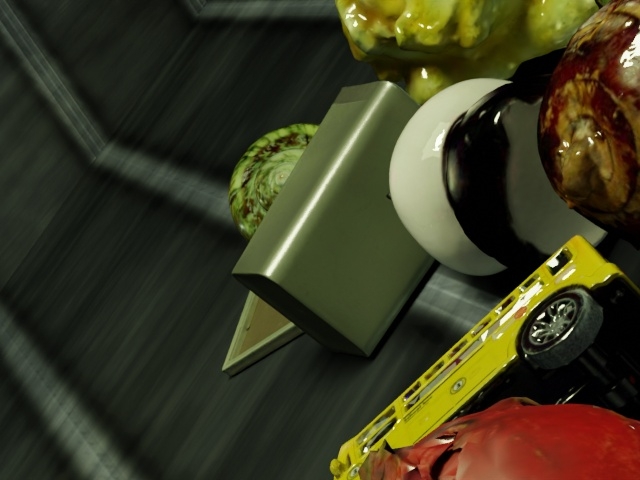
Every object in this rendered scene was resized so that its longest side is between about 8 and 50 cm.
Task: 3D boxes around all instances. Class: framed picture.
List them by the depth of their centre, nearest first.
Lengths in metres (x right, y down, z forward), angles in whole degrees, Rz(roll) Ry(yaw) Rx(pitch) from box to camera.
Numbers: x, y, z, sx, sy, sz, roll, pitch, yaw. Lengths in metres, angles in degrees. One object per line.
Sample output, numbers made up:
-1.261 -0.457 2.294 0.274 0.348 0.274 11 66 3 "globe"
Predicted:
0.000 0.000 1.797 0.240 0.020 0.324 -34 26 36 "framed picture"

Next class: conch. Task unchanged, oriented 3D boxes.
-0.025 -0.071 1.771 0.187 0.124 0.181 -42 23 -2 "conch"

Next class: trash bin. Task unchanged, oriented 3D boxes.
0.039 -0.022 1.549 0.240 0.164 0.122 -56 21 -15 "trash bin"

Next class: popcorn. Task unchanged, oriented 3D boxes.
0.145 -0.314 1.630 0.321 0.290 0.326 58 141 46 "popcorn"

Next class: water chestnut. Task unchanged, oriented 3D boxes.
0.288 -0.098 1.146 0.223 0.238 0.224 177 90 -69 "water chestnut"

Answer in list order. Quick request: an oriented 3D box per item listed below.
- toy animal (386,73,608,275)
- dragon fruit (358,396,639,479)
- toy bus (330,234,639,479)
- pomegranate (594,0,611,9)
0.165 -0.063 1.365 0.187 0.165 0.235 -53 19 -15 "toy animal"
0.128 0.232 0.742 0.295 0.301 0.295 -46 23 26 "dragon fruit"
0.122 0.158 1.097 0.331 0.145 0.151 -43 20 9 "toy bus"
0.345 -0.287 1.241 0.306 0.242 0.242 107 -174 -53 "pomegranate"
